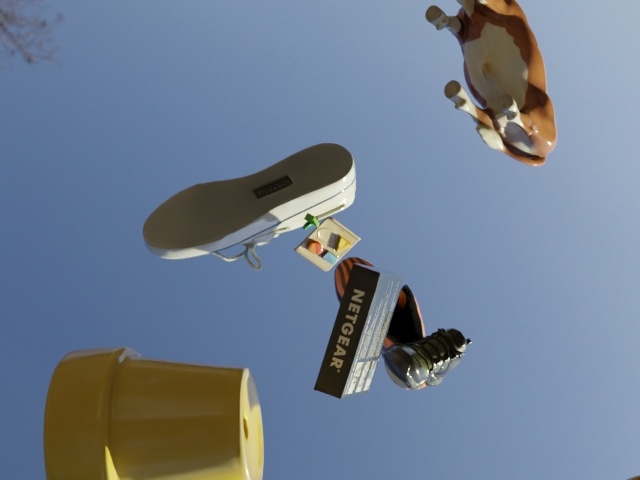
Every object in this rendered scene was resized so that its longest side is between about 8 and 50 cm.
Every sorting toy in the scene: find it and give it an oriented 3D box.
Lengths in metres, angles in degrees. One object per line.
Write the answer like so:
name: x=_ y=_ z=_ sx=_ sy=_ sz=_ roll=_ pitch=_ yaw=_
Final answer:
sorting toy: x=0.000 y=0.000 z=1.144 sx=0.083 sy=0.062 sz=0.012 roll=35 pitch=-159 yaw=-37

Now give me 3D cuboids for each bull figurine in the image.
bull figurine: x=0.217 y=-0.243 z=1.262 sx=0.188 sy=0.101 sz=0.311 roll=9 pitch=-122 yaw=-53

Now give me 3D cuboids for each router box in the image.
router box: x=0.055 y=0.125 z=1.366 sx=0.046 sy=0.179 sz=0.133 roll=17 pitch=180 yaw=19

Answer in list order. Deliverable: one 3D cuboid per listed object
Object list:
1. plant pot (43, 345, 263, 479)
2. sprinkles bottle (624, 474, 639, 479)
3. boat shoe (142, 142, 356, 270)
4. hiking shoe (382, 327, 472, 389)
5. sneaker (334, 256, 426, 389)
plant pot: x=-0.205 y=0.259 z=1.302 sx=0.238 sy=0.254 sz=0.254 roll=-7 pitch=-141 yaw=4
sprinkles bottle: x=0.293 y=0.333 z=0.798 sx=0.121 sy=0.121 sz=0.355 roll=24 pitch=-157 yaw=1
boat shoe: x=-0.109 y=-0.034 z=1.661 sx=0.367 sy=0.156 sz=0.136 roll=-24 pitch=-128 yaw=-10
hiking shoe: x=0.182 y=0.184 z=1.654 sx=0.086 sy=0.114 sz=0.227 roll=49 pitch=-168 yaw=19
sneaker: x=0.121 y=0.114 z=1.870 sx=0.124 sy=0.180 sz=0.321 roll=-28 pitch=-126 yaw=-12
